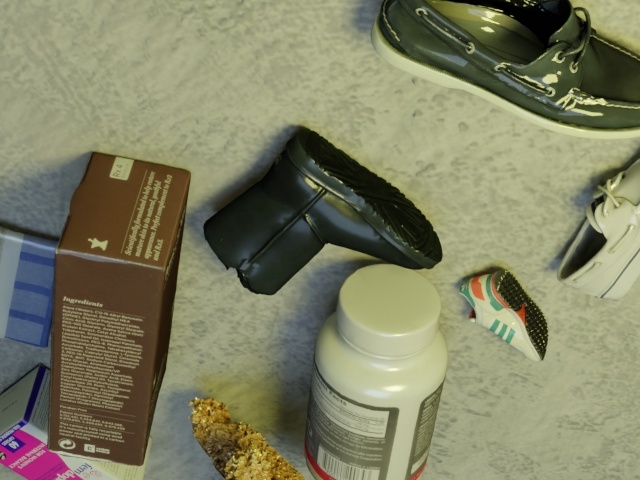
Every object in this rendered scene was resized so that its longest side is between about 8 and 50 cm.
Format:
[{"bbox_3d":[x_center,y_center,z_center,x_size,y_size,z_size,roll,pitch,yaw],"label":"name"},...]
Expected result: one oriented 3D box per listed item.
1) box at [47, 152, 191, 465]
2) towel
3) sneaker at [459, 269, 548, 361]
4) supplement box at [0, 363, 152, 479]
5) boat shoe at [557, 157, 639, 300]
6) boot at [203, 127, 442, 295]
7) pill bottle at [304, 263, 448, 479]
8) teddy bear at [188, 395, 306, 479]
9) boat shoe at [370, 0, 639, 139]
[{"bbox_3d":[-0.263,0.096,1.606,0.143,0.191,0.381,10,132,-2],"label":"box"},{"bbox_3d":[-0.497,0.043,1.692,0.285,0.034,0.209,14,129,-7],"label":"towel"},{"bbox_3d":[0.242,0.102,1.645,0.075,0.057,0.161,-10,132,37],"label":"sneaker"},{"bbox_3d":[-0.375,0.303,1.851,0.220,0.114,0.111,38,124,-26],"label":"supplement box"},{"bbox_3d":[0.361,-0.033,1.484,0.088,0.096,0.267,11,140,-9],"label":"boat shoe"},{"bbox_3d":[0.000,0.000,1.548,0.246,0.094,0.207,37,122,-14],"label":"boot"},{"bbox_3d":[0.075,0.190,1.653,0.176,0.176,0.318,7,131,1],"label":"pill bottle"},{"bbox_3d":[-0.066,0.341,1.732,0.113,0.338,0.245,-36,122,-9],"label":"teddy bear"},{"bbox_3d":[0.229,-0.210,1.320,0.340,0.127,0.113,21,143,1],"label":"boat shoe"}]
